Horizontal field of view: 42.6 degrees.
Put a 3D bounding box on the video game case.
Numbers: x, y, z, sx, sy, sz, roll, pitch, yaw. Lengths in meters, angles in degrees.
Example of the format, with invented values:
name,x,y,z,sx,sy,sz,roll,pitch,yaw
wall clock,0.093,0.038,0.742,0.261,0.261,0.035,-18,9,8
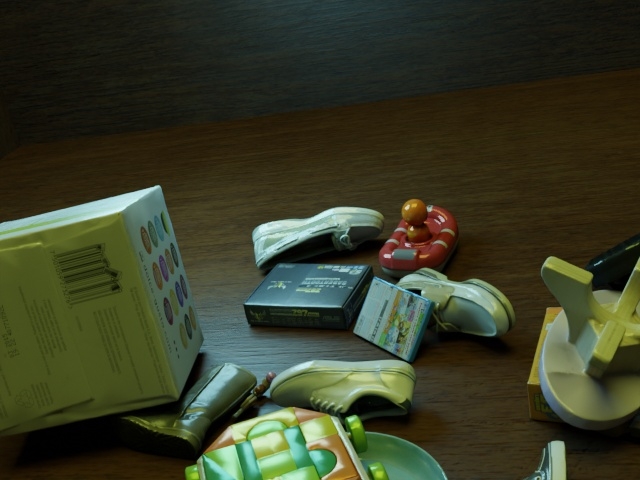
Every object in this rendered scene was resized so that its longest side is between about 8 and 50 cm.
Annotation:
name,x,y,z,sx,sy,sz,roll,pitch,yaw
video game case,0.137,0.147,1.558,0.015,0.119,0.166,20,1,-39

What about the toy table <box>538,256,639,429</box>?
name,x,y,z,sx,sy,sz,roll,pitch,yaw
toy table,0.433,0.130,1.213,0.252,0.160,0.274,17,47,12

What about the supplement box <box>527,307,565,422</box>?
name,x,y,z,sx,sy,sz,roll,pitch,yaw
supplement box,0.397,0.199,1.357,0.080,0.078,0.233,-1,25,22

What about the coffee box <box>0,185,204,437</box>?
name,x,y,z,sx,sy,sz,roll,pitch,yaw
coffee box,-0.437,0.115,1.503,0.338,0.337,0.334,-13,11,3

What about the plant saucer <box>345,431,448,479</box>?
name,x,y,z,sx,sy,sz,roll,pitch,yaw
plant saucer,0.026,0.384,1.152,0.318,0.043,0.317,-9,25,4

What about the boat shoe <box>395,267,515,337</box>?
name,x,y,z,sx,sy,sz,roll,pitch,yaw
boat shoe,0.240,0.131,1.554,0.103,0.113,0.302,-24,16,-23

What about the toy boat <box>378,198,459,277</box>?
name,x,y,z,sx,sy,sz,roll,pitch,yaw
toy boat,0.219,-0.022,1.837,0.151,0.151,0.231,1,27,25

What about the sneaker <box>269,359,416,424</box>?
name,x,y,z,sx,sy,sz,roll,pitch,yaw
sneaker,0.031,0.258,1.374,0.258,0.094,0.091,-11,39,19

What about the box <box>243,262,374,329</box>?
name,x,y,z,sx,sy,sz,roll,pitch,yaw
box,-0.021,0.115,1.750,0.233,0.059,0.183,0,27,25

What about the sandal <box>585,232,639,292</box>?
name,x,y,z,sx,sy,sz,roll,pitch,yaw
sandal,0.583,0.051,1.514,0.168,0.107,0.446,-33,-10,27

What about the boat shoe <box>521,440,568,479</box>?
name,x,y,z,sx,sy,sz,roll,pitch,yaw
boat shoe,0.285,0.351,1.081,0.076,0.080,0.228,-1,33,19

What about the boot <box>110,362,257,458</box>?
name,x,y,z,sx,sy,sz,roll,pitch,yaw
boot,-0.237,0.286,1.448,0.190,0.076,0.208,12,36,18

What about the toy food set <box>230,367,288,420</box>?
name,x,y,z,sx,sy,sz,roll,pitch,yaw
toy food set,-0.109,0.264,1.450,0.122,0.019,0.078,-35,-11,-48

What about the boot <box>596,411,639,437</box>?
name,x,y,z,sx,sy,sz,roll,pitch,yaw
boot,0.464,0.262,1.243,0.118,0.042,0.087,13,27,41

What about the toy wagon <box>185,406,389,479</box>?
name,x,y,z,sx,sy,sz,roll,pitch,yaw
toy wagon,-0.040,0.352,1.118,0.267,0.068,0.344,-16,24,-9

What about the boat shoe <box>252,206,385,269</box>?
name,x,y,z,sx,sy,sz,roll,pitch,yaw
boat shoe,-0.002,-0.001,1.959,0.321,0.118,0.103,-8,60,0
